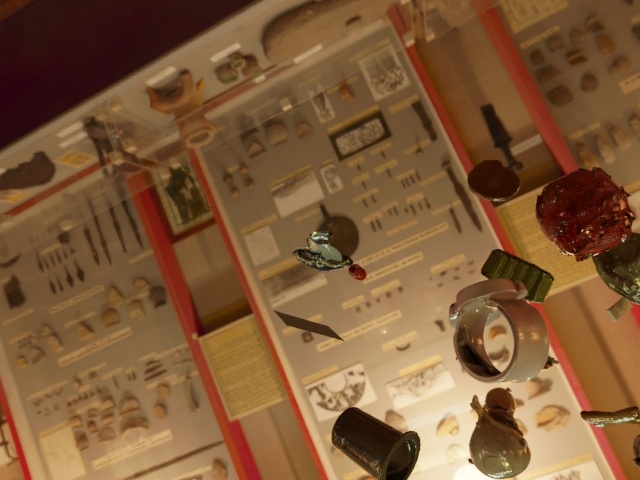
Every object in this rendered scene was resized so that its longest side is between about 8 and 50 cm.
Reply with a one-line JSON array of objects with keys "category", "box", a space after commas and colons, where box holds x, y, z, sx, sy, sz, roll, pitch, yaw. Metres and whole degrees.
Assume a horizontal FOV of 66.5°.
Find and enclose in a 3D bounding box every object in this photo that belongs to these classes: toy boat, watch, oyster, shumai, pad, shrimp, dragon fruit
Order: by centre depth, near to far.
[{"category": "watch", "box": [0.424, 0.231, 1.177, 0.196, 0.231, 0.244, 4, 147, -28]}, {"category": "dragon fruit", "box": [0.884, -0.089, 1.645, 0.295, 0.302, 0.295, -22, 169, -5]}, {"category": "toy boat", "box": [-0.018, 0.038, 1.732, 0.210, 0.070, 0.291, -3, 153, 27]}, {"category": "oyster", "box": [0.000, 0.000, 1.812, 0.121, 0.045, 0.146, -23, 147, 31]}, {"category": "shumai", "box": [1.287, 0.055, 1.849, 0.323, 0.397, 0.324, 109, 3, -59]}, {"category": "shrimp", "box": [0.946, 0.515, 2.080, 0.190, 0.101, 0.042, 12, 122, -25]}, {"category": "pad", "box": [-0.054, 0.390, 2.232, 0.299, 0.005, 0.202, 20, -177, -25]}]

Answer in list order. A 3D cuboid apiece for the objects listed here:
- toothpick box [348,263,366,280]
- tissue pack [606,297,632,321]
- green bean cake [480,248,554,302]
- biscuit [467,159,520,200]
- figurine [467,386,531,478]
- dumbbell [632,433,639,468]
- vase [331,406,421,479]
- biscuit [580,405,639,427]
[{"category": "toothpick box", "box": [0.128, 0.110, 1.673, 0.047, 0.047, 0.083, -22, -169, -7]}, {"category": "tissue pack", "box": [1.241, 0.284, 2.026, 0.108, 0.056, 0.023, -34, 180, -16]}, {"category": "green bean cake", "box": [0.632, 0.113, 1.564, 0.113, 0.214, 0.200, -65, 156, 8]}, {"category": "biscuit", "box": [0.682, -0.228, 1.932, 0.181, 0.208, 0.049, -36, 145, -10]}, {"category": "figurine", "box": [0.636, 0.650, 1.773, 0.226, 0.274, 0.394, -31, -174, 32]}, {"category": "dumbbell", "box": [1.332, 0.780, 1.781, 0.388, 0.185, 0.185, -7, 171, -3]}, {"category": "vase", "box": [0.202, 0.774, 1.873, 0.245, 0.245, 0.291, -16, -155, -40]}, {"category": "biscuit", "box": [1.114, 0.667, 1.839, 0.164, 0.047, 0.208, 31, 140, -31]}]
